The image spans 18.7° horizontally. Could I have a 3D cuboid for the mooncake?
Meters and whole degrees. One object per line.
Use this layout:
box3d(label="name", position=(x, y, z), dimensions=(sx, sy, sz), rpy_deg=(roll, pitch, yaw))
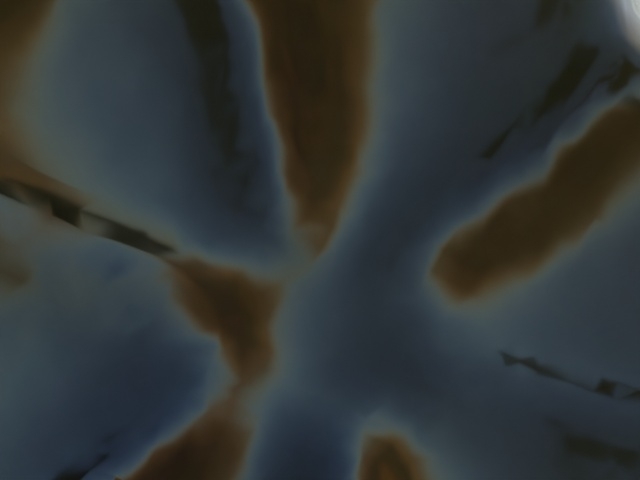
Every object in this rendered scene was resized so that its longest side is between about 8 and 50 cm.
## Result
box3d(label="mooncake", position=(0.000, 0.000, 0.962), dimensions=(0.262, 0.467, 0.467), rpy_deg=(-82, -168, -70))
